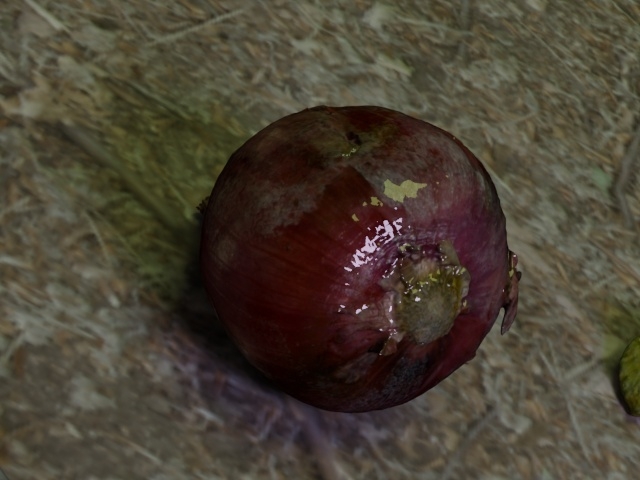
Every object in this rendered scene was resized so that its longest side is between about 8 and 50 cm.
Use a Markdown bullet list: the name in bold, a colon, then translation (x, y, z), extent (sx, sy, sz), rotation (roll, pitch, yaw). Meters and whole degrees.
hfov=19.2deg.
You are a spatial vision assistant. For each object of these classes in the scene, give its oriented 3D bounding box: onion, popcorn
- **onion**: translation (0.000, 0.000, 0.972), extent (0.159, 0.159, 0.195), rotation (-1, 18, -40)
- **popcorn**: translation (0.213, 0.075, 1.119), extent (0.083, 0.068, 0.059), rotation (-25, 32, -12)

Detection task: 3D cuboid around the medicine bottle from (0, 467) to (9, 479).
- **medicine bottle**: translation (-0.096, 0.194, 0.692), extent (0.095, 0.095, 0.260), rotation (-13, 55, -47)
